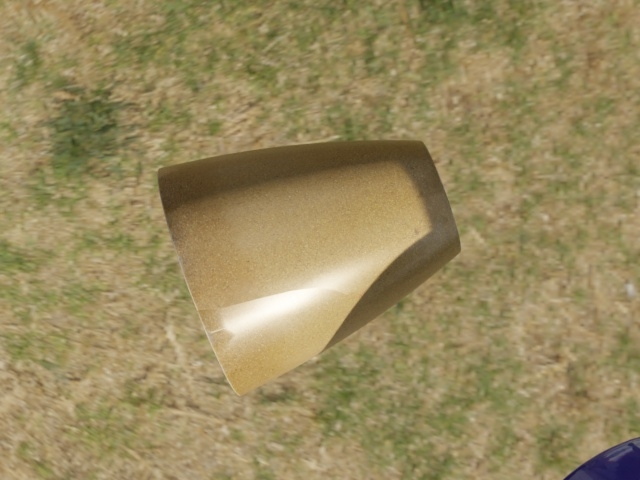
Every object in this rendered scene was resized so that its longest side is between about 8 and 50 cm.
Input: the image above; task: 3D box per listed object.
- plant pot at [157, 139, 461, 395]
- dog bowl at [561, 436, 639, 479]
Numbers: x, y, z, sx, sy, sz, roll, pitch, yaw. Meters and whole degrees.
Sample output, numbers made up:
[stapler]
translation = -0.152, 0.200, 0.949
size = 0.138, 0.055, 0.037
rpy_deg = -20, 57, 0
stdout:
[plant pot]
translation = 0.000, 0.000, 1.263
size = 0.254, 0.237, 0.237
rpy_deg = -19, 100, 0
[dog bowl]
translation = 0.287, 0.301, 1.099
size = 0.265, 0.104, 0.265
rpy_deg = -11, 119, -21
